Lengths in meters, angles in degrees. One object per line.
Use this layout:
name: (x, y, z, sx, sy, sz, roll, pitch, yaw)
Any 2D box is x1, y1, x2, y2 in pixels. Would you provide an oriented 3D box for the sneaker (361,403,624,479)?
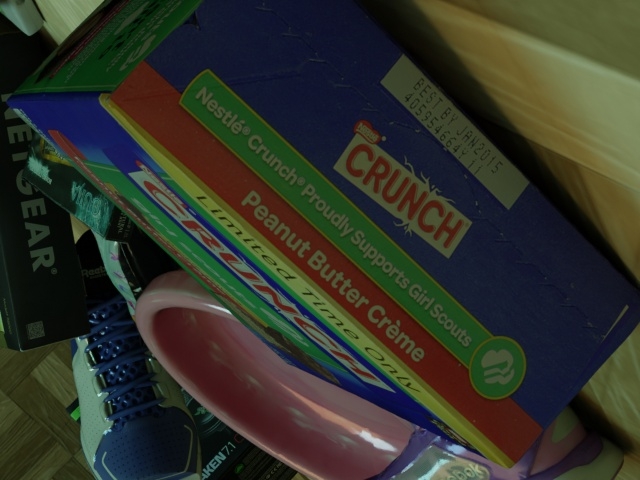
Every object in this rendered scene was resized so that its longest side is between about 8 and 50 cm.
sneaker: (0.093, 0.149, 0.951, 0.236, 0.095, 0.105, -26, 99, 41)

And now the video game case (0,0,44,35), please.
video game case: (-0.343, -0.290, 1.188, 0.212, 0.023, 0.193, 41, 167, 17)

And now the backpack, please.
backpack: (-0.143, 0.002, 1.252, 0.115, 0.152, 0.182, 40, 162, 39)

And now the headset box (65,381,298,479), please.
headset box: (-0.161, 0.229, 1.811, 0.283, 0.246, 0.131, 36, 166, 38)

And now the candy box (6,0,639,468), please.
candy box: (-0.018, -0.026, 0.753, 0.268, 0.122, 0.317, 44, 168, -19)

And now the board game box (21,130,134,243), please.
board game box: (-0.202, -0.085, 1.191, 0.026, 0.126, 0.186, 10, -167, -38)

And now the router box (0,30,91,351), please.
router box: (-0.347, -0.050, 1.408, 0.243, 0.081, 0.309, 1, 102, 56)

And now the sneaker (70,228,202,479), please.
sneaker: (-0.222, 0.108, 1.448, 0.182, 0.127, 0.316, 80, 173, -54)

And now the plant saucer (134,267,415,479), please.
plant saucer: (0.001, 0.117, 1.149, 0.332, 0.084, 0.332, 27, 157, 13)
